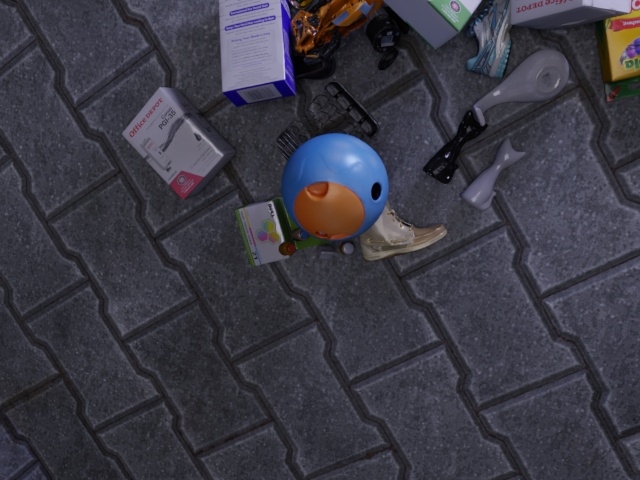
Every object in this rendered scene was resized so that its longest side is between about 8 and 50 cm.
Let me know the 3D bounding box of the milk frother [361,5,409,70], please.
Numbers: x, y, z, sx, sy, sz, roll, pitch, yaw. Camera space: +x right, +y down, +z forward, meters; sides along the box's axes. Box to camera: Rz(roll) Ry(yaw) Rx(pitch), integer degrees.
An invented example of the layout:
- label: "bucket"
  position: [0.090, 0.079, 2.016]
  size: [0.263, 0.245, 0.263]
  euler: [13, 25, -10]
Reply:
- label: "milk frother"
  position: [0.160, -0.569, 1.485]
  size: [0.143, 0.129, 0.135]
  euler: [-56, 48, 45]

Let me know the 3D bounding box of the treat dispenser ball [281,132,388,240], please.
- label: "treat dispenser ball"
  position: [0.038, -0.142, 1.442]
  size: [0.288, 0.288, 0.288]
  euler: [3, 103, 12]

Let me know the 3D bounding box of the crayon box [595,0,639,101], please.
- label: "crayon box"
  position: [0.817, -0.531, 1.352]
  size: [0.202, 0.081, 0.319]
  euler: [-12, 100, 14]

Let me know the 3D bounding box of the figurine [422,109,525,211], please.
- label: "figurine"
  position: [0.435, -0.223, 1.508]
  size: [0.214, 0.092, 0.209]
  euler: [36, 103, 2]

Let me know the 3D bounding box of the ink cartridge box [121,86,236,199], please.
- label: "ink cartridge box"
  position: [-0.438, -0.300, 1.661]
  size: [0.207, 0.117, 0.283]
  euler: [-43, 91, 18]

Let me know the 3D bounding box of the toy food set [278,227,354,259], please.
- label: "toy food set"
  position: [0.000, 0.000, 1.598]
  size: [0.232, 0.104, 0.111]
  euler: [5, 88, -16]

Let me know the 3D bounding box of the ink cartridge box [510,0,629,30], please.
- label: "ink cartridge box"
  position: [0.590, -0.661, 1.268]
  size: [0.198, 0.197, 0.270]
  euler: [11, 107, 55]

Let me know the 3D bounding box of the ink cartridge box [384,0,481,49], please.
- label: "ink cartridge box"
  position: [0.311, -0.657, 1.331]
  size: [0.201, 0.117, 0.278]
  euler: [39, 74, -13]

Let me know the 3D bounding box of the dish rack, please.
- label: "dish rack"
  position: [0.011, -0.311, 1.587]
  size: [0.271, 0.074, 0.208]
  euler: [-43, 90, 19]

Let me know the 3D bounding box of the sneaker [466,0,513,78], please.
- label: "sneaker"
  position: [0.451, -0.578, 1.409]
  size: [0.122, 0.110, 0.283]
  euler: [10, 104, 14]

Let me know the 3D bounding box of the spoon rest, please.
- label: "spoon rest"
  position: [0.535, -0.408, 1.442]
  size: [0.276, 0.084, 0.137]
  euler: [-28, 116, 6]

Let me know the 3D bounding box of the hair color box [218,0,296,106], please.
- label: "hair color box"
  position: [-0.177, -0.561, 1.490]
  size: [0.185, 0.110, 0.339]
  euler: [-7, 80, 14]

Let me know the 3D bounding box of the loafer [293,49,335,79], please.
- label: "loafer"
  position: [-0.112, -0.507, 1.553]
  size: [0.302, 0.095, 0.109]
  euler: [-1, 104, 12]

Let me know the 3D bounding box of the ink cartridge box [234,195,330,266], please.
- label: "ink cartridge box"
  position: [-0.111, -0.044, 1.659]
  size: [0.255, 0.097, 0.189]
  euler: [-14, 99, 16]

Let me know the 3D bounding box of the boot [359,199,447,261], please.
- label: "boot"
  position: [0.224, -0.063, 1.585]
  size: [0.261, 0.095, 0.204]
  euler: [-16, 98, 20]

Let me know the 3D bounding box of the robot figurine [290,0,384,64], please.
- label: "robot figurine"
  position: [0.033, -0.608, 1.433]
  size: [0.291, 0.085, 0.211]
  euler: [-33, 52, 24]

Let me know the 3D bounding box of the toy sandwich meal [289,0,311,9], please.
- label: "toy sandwich meal"
  position: [-0.054, -0.697, 1.515]
  size: [0.085, 0.029, 0.086]
  euler: [-2, 94, -28]
